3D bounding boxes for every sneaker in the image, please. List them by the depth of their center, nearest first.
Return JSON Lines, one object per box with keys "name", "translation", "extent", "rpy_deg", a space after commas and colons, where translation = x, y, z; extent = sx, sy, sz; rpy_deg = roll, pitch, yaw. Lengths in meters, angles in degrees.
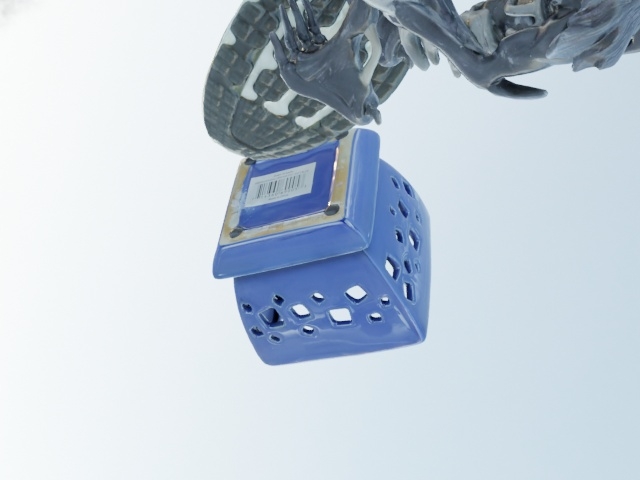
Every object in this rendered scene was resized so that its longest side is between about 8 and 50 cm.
{"name": "sneaker", "translation": [0.023, -0.258, 0.735], "extent": [0.410, 0.158, 0.182], "rpy_deg": [-57, -154, 7]}

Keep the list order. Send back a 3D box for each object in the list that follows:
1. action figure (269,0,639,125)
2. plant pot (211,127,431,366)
{"name": "action figure", "translation": [0.077, -0.138, 0.384], "extent": [0.276, 0.164, 0.141], "rpy_deg": [-3, -51, 55]}
{"name": "plant pot", "translation": [0.000, 0.000, 1.050], "extent": [0.236, 0.236, 0.212], "rpy_deg": [-12, -46, 22]}
